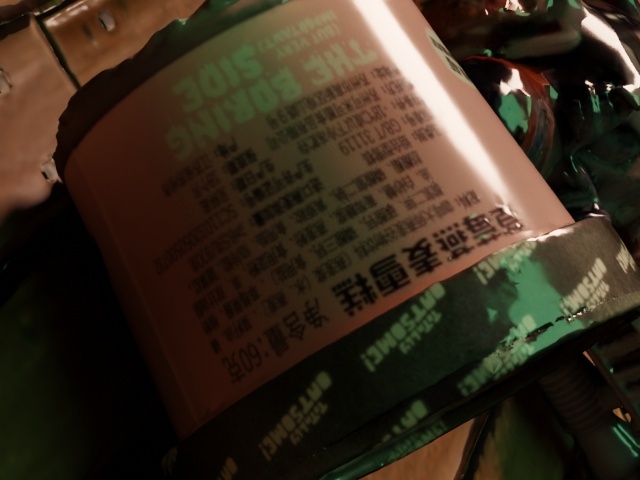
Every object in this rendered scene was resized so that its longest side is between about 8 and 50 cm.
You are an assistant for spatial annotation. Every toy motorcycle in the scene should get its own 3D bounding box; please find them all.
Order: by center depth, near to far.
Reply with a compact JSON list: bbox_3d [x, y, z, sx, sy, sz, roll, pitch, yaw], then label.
[{"bbox_3d":[0.141,0.005,0.778,0.401,0.134,0.207,60,25,-8],"label":"toy motorcycle"}]

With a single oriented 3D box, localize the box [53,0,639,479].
[{"bbox_3d":[0.000,0.000,0.491,0.135,0.151,0.151,59,23,11],"label":"box"}]
